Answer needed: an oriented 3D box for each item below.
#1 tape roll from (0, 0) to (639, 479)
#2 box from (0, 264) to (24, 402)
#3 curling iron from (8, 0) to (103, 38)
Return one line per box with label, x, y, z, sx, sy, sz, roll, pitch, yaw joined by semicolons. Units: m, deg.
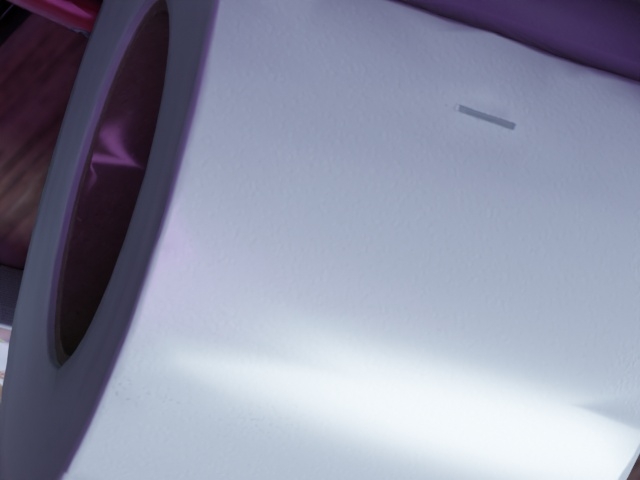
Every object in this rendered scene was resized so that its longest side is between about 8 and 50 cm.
tape roll;0.000;0.000;0.596;0.169;0.246;0.246;16;110;-18
box;-0.242;0.025;0.722;0.324;0.067;0.063;14;110;-10
curling iron;-0.034;-0.084;0.708;0.274;0.035;0.068;29;107;-14
